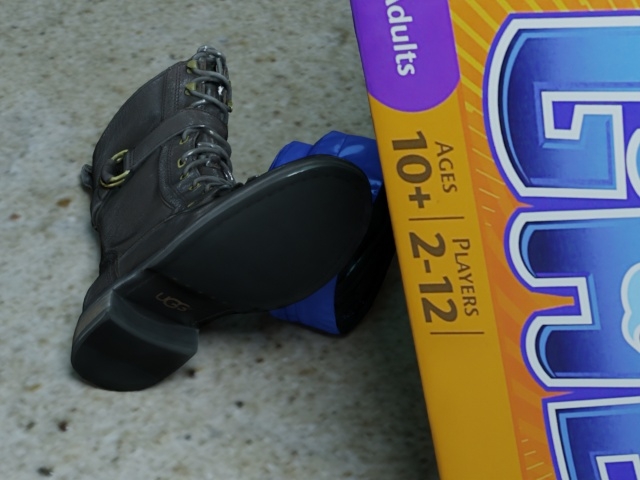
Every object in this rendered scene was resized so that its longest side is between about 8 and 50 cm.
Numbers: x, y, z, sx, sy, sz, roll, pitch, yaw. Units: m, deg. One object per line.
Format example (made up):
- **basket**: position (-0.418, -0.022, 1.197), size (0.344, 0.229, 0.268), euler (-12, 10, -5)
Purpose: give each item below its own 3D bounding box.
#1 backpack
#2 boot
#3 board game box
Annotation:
- **backpack**: position (0.000, 0.000, 1.123), size (0.101, 0.098, 0.120), euler (11, 56, 18)
- **boot**: position (-0.078, -0.045, 1.084), size (0.091, 0.263, 0.229), euler (36, 36, -33)
- **board game box**: position (0.259, -0.048, 0.876), size (0.356, 0.357, 0.356), euler (-2, 24, 23)
